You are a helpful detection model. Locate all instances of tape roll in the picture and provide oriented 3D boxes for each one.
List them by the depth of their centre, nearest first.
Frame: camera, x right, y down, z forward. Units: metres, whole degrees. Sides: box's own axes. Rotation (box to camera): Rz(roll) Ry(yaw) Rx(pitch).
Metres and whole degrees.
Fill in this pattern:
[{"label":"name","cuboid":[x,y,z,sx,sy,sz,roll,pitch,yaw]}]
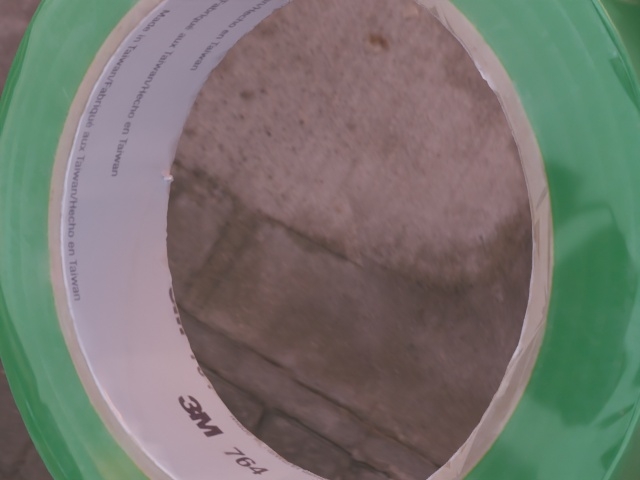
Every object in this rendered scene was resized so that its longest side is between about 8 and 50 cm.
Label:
[{"label":"tape roll","cuboid":[0.000,0.000,0.580,0.321,0.077,0.321,2,94,32]}]
